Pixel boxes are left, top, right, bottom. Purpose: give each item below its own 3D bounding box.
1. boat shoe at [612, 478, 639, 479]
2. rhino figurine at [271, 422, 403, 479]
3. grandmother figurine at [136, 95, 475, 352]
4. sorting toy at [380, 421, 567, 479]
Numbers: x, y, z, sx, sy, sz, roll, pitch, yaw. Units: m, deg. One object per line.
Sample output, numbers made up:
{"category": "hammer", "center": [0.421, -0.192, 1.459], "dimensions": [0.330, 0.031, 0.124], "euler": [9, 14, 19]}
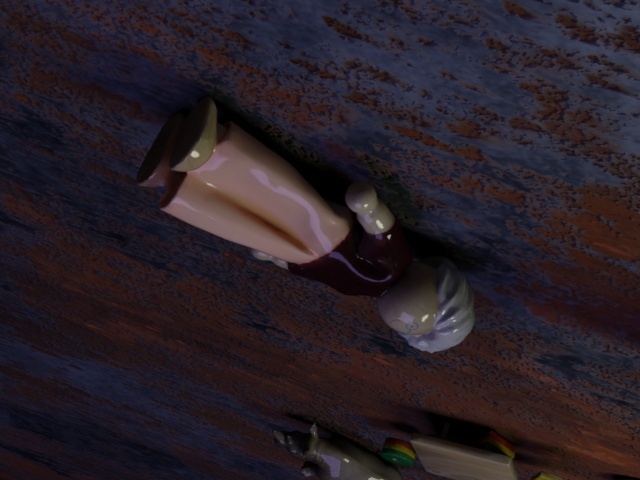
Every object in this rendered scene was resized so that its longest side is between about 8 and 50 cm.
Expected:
{"category": "boat shoe", "center": [0.428, 0.336, 1.853], "dimensions": [0.135, 0.045, 0.050], "euler": [13, 157, 18]}
{"category": "rhino figurine", "center": [0.024, 0.324, 2.144], "dimensions": [0.243, 0.073, 0.106], "euler": [34, 159, -28]}
{"category": "grandmother figurine", "center": [0.000, 0.000, 1.349], "dimensions": [0.342, 0.104, 0.208], "euler": [32, 165, -21]}
{"category": "sorting toy", "center": [0.204, 0.278, 1.908], "dimensions": [0.274, 0.046, 0.132], "euler": [12, 157, 21]}
